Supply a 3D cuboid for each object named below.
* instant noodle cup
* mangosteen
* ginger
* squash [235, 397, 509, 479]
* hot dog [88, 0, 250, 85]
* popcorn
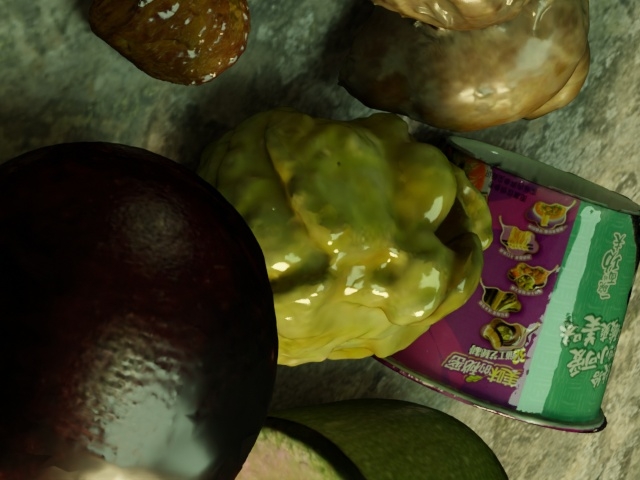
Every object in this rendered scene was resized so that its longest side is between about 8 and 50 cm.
[{"bbox_3d":[0.165,0.029,1.495,0.251,0.251,0.190,8,106,-49],"label":"instant noodle cup"},{"bbox_3d":[-0.173,0.076,1.137,0.293,0.297,0.297,21,105,-54],"label":"mangosteen"},{"bbox_3d":[0.102,-0.200,1.292,0.256,0.176,0.375,-31,144,4],"label":"ginger"},{"bbox_3d":[0.067,0.281,1.550,0.309,0.310,0.310,-9,127,-44],"label":"squash"},{"bbox_3d":[-0.102,-0.161,1.188,0.099,0.065,0.147,-54,154,3],"label":"hot dog"},{"bbox_3d":[0.000,0.000,1.322,0.255,0.195,0.256,-12,148,10],"label":"popcorn"}]
